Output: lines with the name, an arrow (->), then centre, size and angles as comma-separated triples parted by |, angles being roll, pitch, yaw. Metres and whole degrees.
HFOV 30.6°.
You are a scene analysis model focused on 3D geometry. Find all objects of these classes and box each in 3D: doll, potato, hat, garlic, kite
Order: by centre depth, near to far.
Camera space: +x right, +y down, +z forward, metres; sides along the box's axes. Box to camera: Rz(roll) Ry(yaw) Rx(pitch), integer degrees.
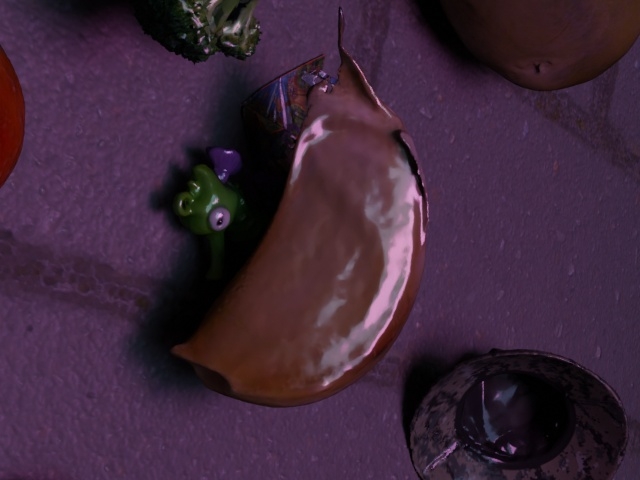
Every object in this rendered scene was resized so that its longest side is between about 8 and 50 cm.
garlic -> 0.013, -0.006, 1.024 | 0.196, 0.151, 0.338 | 27, 90, -48
doll -> -0.069, -0.013, 1.065 | 0.190, 0.050, 0.115 | 25, 83, -53
kite -> -0.024, -0.103, 1.137 | 0.160, 0.010, 0.183 | 25, 74, -49
potato -> 0.240, -0.306, 1.272 | 0.243, 0.221, 0.326 | -57, 138, -32
hat -> 0.228, 0.199, 1.375 | 0.128, 0.265, 0.266 | -85, 158, -59

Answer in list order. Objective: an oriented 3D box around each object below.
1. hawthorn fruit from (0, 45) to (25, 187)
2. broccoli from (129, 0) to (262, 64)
hawthorn fruit -> -0.267, -0.074, 0.717 | 0.173, 0.172, 0.173 | -8, 100, -50
broccoli -> -0.043, -0.264, 0.911 | 0.269, 0.269, 0.254 | -31, 130, -45
